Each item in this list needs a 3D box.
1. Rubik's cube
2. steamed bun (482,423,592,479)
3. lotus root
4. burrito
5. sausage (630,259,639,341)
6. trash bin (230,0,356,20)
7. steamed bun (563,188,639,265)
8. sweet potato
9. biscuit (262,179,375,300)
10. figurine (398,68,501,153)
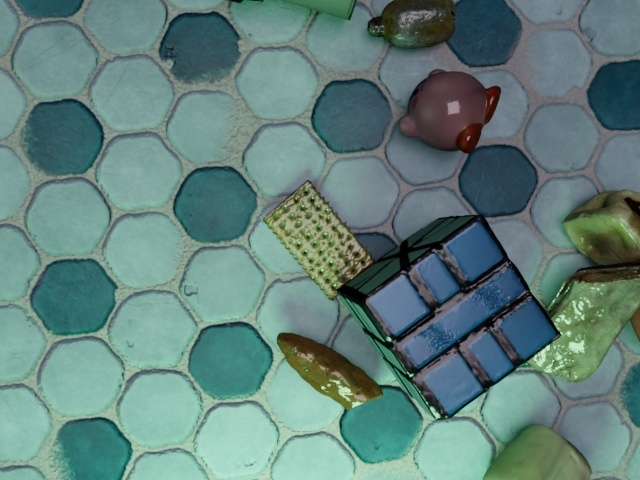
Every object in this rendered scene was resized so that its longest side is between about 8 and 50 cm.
[{"bbox_3d":[0.233,0.137,1.362,0.289,0.293,0.283,-36,92,-3],"label":"Rubik's cube"},{"bbox_3d":[0.444,0.496,1.449,0.225,0.170,0.200,-45,124,-20],"label":"steamed bun"},{"bbox_3d":[0.194,-0.465,1.483,0.192,0.088,0.113,-8,95,-4],"label":"lotus root"},{"bbox_3d":[0.554,0.150,1.433,0.175,0.107,0.347,25,115,-13],"label":"burrito"},{"bbox_3d":[0.721,0.129,1.482,0.148,0.148,0.254,-19,92,-5],"label":"sausage"},{"bbox_3d":[-0.035,-0.587,1.403,0.263,0.217,0.277,16,97,-4],"label":"trash bin"},{"bbox_3d":[0.633,-0.044,1.479,0.155,0.172,0.140,-42,102,-22],"label":"steamed bun"},{"bbox_3d":[0.014,0.270,1.440,0.252,0.097,0.097,35,86,-4],"label":"sweet potato"},{"bbox_3d":[0.000,0.000,1.487,0.139,0.016,0.231,-41,92,-4],"label":"biscuit"},{"bbox_3d":[0.264,-0.270,1.443,0.173,0.173,0.173,0,88,-4],"label":"figurine"}]
